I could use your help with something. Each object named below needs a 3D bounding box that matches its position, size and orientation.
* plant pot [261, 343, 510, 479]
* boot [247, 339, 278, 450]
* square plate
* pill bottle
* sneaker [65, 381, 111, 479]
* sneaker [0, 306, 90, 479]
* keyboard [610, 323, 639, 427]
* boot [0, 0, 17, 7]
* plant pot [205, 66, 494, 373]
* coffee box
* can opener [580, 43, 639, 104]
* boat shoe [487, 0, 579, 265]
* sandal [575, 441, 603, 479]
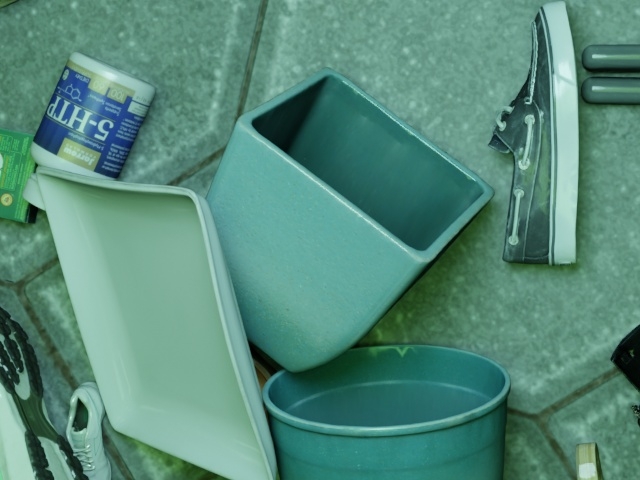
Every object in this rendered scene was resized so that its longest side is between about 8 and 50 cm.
[{"bbox_3d":[0.078,0.278,1.560,0.271,0.271,0.255,-1,104,10],"label":"plant pot"},{"bbox_3d":[-0.120,0.177,1.681,0.152,0.073,0.197,-13,78,10],"label":"boot"},{"bbox_3d":[-0.177,0.086,1.557,0.344,0.049,0.347,10,119,51],"label":"square plate"},{"bbox_3d":[-0.284,-0.122,1.684,0.112,0.112,0.187,25,95,9],"label":"pill bottle"},{"bbox_3d":[-0.291,0.252,1.715,0.053,0.061,0.152,-4,91,8],"label":"sneaker"},{"bbox_3d":[-0.420,0.219,1.651,0.182,0.158,0.410,-32,64,8],"label":"sneaker"},{"bbox_3d":[0.405,0.192,1.613,0.100,0.038,0.192,-38,83,-15],"label":"keyboard"},{"bbox_3d":[-0.373,-0.345,1.649,0.262,0.203,0.095,-18,88,11],"label":"boot"},{"bbox_3d":[0.000,0.000,1.572,0.248,0.247,0.252,37,120,8],"label":"plant pot"},{"bbox_3d":[-0.436,-0.093,1.746,0.184,0.040,0.113,11,92,9],"label":"coffee box"},{"bbox_3d":[0.435,-0.188,1.564,0.283,0.095,0.076,2,90,10],"label":"can opener"},{"bbox_3d":[0.242,-0.121,1.600,0.102,0.108,0.301,0,98,9],"label":"boat shoe"},{"bbox_3d":[0.345,0.347,1.590,0.079,0.088,0.240,-9,84,16],"label":"sandal"}]
